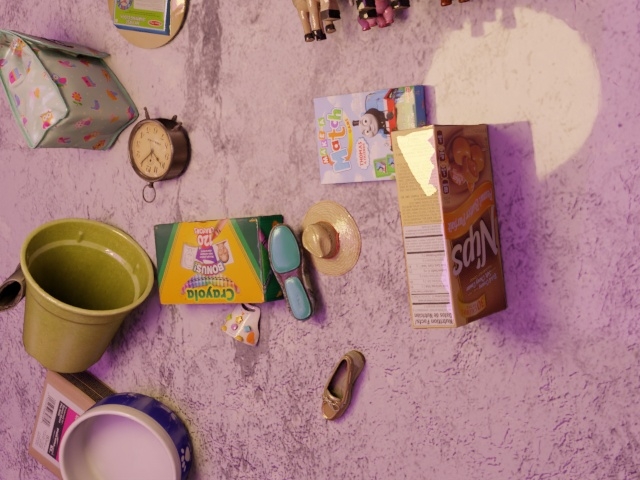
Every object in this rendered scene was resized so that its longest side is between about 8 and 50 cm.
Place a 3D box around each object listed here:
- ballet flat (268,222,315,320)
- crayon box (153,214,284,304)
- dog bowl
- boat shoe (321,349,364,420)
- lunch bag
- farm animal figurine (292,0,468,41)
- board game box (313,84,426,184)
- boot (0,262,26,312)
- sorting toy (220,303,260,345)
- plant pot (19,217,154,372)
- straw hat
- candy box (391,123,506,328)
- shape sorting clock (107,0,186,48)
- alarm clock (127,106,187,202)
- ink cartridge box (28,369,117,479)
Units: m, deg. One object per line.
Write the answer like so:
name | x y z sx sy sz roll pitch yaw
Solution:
ballet flat | -0.054 0.059 1.910 0.070 0.070 0.188 -11 92 36
crayon box | -0.199 0.040 1.998 0.278 0.081 0.165 -4 92 36
dog bowl | -0.410 0.460 2.143 0.265 0.104 0.264 4 106 13
boat shoe | 0.033 0.274 1.889 0.056 0.048 0.153 38 116 25
lunch bag | -0.540 -0.327 2.104 0.160 0.223 0.262 -39 72 27
farm animal figurine | 0.067 -0.438 1.610 0.330 0.327 0.172 -10 95 22
board game box | 0.089 -0.184 1.791 0.212 0.039 0.160 -2 96 36
boot | -0.674 0.104 2.270 0.076 0.208 0.189 30 121 -12
sorting toy | -0.155 0.158 2.018 0.083 0.045 0.075 28 93 29
plant pot | -0.521 0.137 2.158 0.276 0.276 0.254 44 131 22
straw hat | 0.000 0.000 1.866 0.145 0.061 0.144 5 99 34
candy box | 0.210 -0.027 1.637 0.088 0.183 0.316 -5 93 37
shape sorting clock | -0.354 -0.494 2.060 0.206 0.040 0.206 5 101 31
alarm clock | -0.336 -0.168 2.079 0.129 0.064 0.192 26 108 30
ink cartridge box | -0.554 0.427 2.305 0.193 0.088 0.234 28 111 30
